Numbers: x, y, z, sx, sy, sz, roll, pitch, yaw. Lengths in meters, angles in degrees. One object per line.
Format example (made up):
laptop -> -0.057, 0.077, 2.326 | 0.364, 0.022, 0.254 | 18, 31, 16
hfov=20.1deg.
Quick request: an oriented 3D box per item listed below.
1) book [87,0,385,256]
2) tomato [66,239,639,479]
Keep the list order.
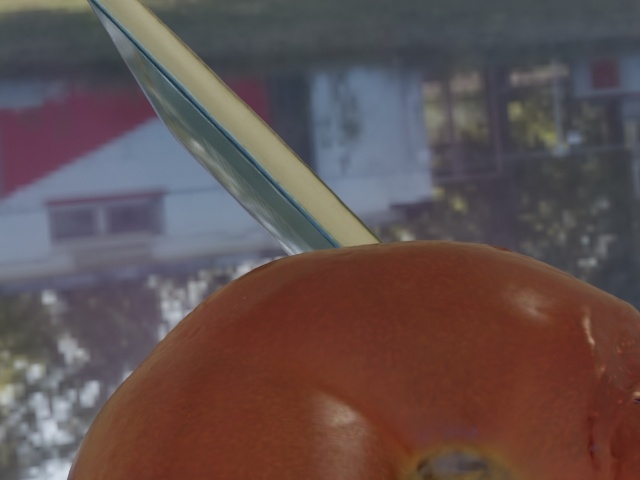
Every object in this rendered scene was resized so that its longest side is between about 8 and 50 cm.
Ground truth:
book -> 0.000, 0.000, 1.170 | 0.031, 0.379, 0.264 | -43, 159, -5
tomato -> 0.030, 0.155, 0.669 | 0.298, 0.298, 0.226 | -6, 145, -17
